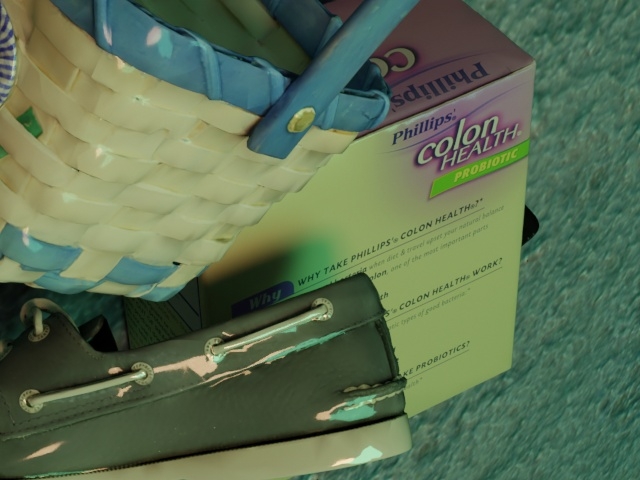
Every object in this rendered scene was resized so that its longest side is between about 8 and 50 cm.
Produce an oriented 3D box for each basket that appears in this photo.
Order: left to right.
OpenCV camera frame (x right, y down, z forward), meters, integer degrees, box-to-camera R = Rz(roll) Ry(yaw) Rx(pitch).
[{"bbox_3d":[-0.068,-0.131,0.686,0.289,0.255,0.201,-52,150,14],"label":"basket"}]

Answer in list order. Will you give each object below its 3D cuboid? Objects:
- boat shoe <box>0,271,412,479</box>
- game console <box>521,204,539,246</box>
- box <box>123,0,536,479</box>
[{"bbox_3d":[-0.116,0.076,0.850,0.116,0.319,0.099,13,72,-89],"label":"boat shoe"},{"bbox_3d":[0.090,-0.027,1.159,0.122,0.107,0.071,-37,171,-27],"label":"game console"},{"bbox_3d":[0.000,0.000,0.979,0.213,0.117,0.243,-24,137,-23],"label":"box"}]
